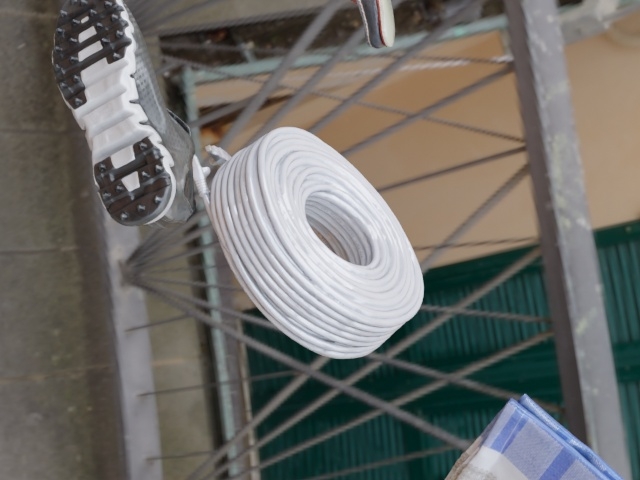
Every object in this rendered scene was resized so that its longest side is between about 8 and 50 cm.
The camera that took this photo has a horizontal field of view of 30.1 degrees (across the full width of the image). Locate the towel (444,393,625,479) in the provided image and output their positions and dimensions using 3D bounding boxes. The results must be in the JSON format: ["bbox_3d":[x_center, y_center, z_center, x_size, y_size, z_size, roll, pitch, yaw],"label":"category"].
[{"bbox_3d":[0.182,0.308,1.124,0.209,0.285,0.034,41,27,16],"label":"towel"}]

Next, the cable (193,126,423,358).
[{"bbox_3d":[0.000,0.000,1.257,0.257,0.089,0.257,13,46,-47],"label":"cable"}]

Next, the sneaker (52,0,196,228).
[{"bbox_3d":[-0.161,-0.107,1.012,0.106,0.078,0.234,35,33,-66],"label":"sneaker"}]

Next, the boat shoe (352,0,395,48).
[{"bbox_3d":[0.025,-0.205,0.893,0.049,0.043,0.137,36,40,-77],"label":"boat shoe"}]
